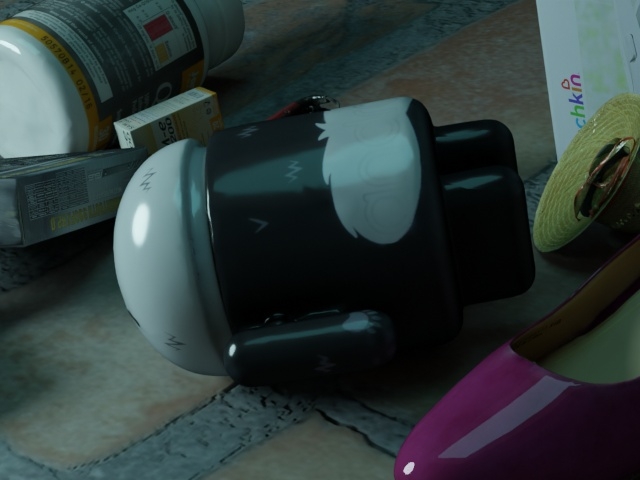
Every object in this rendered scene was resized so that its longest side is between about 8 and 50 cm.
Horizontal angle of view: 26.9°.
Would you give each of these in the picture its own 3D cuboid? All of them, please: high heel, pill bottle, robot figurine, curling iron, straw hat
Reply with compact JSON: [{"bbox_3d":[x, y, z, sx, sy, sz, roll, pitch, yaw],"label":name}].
[{"bbox_3d":[0.189,0.011,0.782,0.377,0.181,0.127,-27,30,-25],"label":"high heel"},{"bbox_3d":[-0.214,-0.190,1.378,0.162,0.162,0.278,10,35,38],"label":"pill bottle"},{"bbox_3d":[0.000,0.001,0.908,0.278,0.173,0.209,-10,-3,6],"label":"robot figurine"},{"bbox_3d":[-0.078,-0.070,1.224,0.274,0.035,0.068,-32,32,-34],"label":"curling iron"},{"bbox_3d":[0.221,-0.036,0.990,0.061,0.144,0.144,28,26,-10],"label":"straw hat"}]

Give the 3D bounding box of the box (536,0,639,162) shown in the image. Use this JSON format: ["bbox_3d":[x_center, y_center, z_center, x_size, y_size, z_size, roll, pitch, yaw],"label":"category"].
[{"bbox_3d":[0.287,-0.171,1.005,0.127,0.262,0.231,-31,33,-31],"label":"box"}]

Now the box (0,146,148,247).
[{"bbox_3d":[-0.275,-0.036,1.147,0.183,0.056,0.231,-2,9,19],"label":"box"}]

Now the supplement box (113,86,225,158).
[{"bbox_3d":[-0.141,-0.099,1.279,0.098,0.062,0.036,-28,32,-26],"label":"supplement box"}]
